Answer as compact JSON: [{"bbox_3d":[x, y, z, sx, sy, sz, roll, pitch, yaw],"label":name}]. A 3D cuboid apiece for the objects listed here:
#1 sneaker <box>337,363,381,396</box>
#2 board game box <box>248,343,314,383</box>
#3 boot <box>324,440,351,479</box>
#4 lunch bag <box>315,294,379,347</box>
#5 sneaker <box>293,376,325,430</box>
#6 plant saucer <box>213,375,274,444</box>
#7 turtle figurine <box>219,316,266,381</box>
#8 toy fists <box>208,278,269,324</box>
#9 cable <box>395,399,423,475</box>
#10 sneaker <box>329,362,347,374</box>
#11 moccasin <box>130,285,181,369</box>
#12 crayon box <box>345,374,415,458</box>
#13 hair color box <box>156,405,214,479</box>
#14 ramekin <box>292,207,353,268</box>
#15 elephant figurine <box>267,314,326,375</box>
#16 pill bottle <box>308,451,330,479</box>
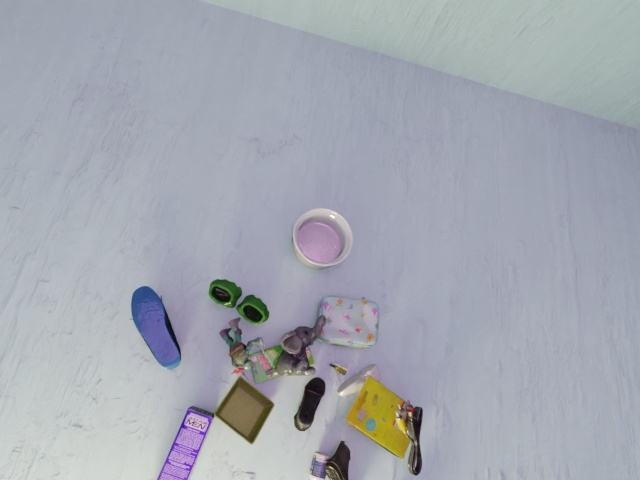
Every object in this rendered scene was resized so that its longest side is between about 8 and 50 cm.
[{"bbox_3d":[0.174,0.620,1.719,0.213,0.080,0.094,-25,91,-21],"label":"sneaker"},{"bbox_3d":[-0.165,0.501,1.694,0.260,0.039,0.124,-13,74,-20],"label":"board game box"},{"bbox_3d":[0.100,0.919,1.599,0.137,0.077,0.197,-40,116,-55],"label":"boot"},{"bbox_3d":[0.123,0.352,1.777,0.280,0.108,0.223,10,67,-11],"label":"lunch bag"},{"bbox_3d":[-0.050,0.672,1.645,0.087,0.130,0.227,24,40,0],"label":"sneaker"},{"bbox_3d":[-0.299,0.661,1.564,0.188,0.045,0.188,40,39,-3],"label":"plant saucer"},{"bbox_3d":[-0.313,0.437,1.611,0.175,0.118,0.234,-38,68,7],"label":"turtle figurine"},{"bbox_3d":[-0.338,0.254,1.683,0.279,0.142,0.096,31,98,-2],"label":"toy fists"},{"bbox_3d":[0.371,0.794,1.643,0.140,0.072,0.286,-16,100,-44],"label":"cable"},{"bbox_3d":[0.077,0.554,1.736,0.084,0.031,0.035,23,68,-5],"label":"sneaker"},{"bbox_3d":[-0.654,0.349,1.585,0.138,0.117,0.341,-19,80,-19],"label":"moccasin"},{"bbox_3d":[0.250,0.717,1.658,0.319,0.081,0.202,41,66,-14],"label":"crayon box"},{"bbox_3d":[-0.493,0.780,1.436,0.110,0.185,0.338,23,67,-4],"label":"hair color box"},{"bbox_3d":[0.000,0.000,1.853,0.278,0.135,0.276,4,71,-13],"label":"ramekin"},{"bbox_3d":[-0.092,0.426,1.645,0.186,0.170,0.239,14,67,-35],"label":"elephant figurine"},{"bbox_3d":[-0.008,0.899,1.578,0.067,0.067,0.120,19,68,-7],"label":"pill bottle"}]
